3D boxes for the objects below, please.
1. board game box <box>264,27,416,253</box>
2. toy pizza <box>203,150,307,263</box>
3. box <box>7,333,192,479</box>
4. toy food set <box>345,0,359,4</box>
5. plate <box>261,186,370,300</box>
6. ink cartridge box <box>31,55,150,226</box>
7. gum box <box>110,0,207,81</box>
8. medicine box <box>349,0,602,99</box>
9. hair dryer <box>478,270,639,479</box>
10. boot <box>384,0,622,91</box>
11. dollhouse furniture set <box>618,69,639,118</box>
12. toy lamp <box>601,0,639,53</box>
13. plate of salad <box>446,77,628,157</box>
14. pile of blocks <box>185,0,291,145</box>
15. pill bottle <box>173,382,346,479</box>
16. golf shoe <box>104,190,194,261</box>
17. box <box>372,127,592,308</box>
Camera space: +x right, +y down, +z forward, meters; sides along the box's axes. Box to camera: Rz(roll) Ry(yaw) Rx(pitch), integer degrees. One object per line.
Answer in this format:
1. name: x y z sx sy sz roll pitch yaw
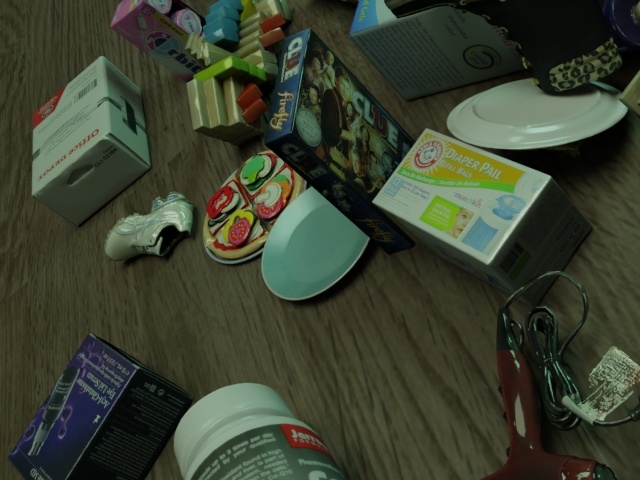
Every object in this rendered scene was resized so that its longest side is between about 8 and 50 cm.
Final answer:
1. board game box: 0.035 -0.115 1.061 0.042 0.243 0.165 -19 48 33
2. toy pizza: -0.105 -0.057 1.314 0.201 0.032 0.201 -25 45 28
3. box: -0.297 0.254 1.188 0.153 0.108 0.207 18 72 48
4. toy food set: 0.102 -0.515 1.434 0.306 0.092 0.220 -53 39 -3
5. plate: 0.000 0.000 1.177 0.188 0.024 0.188 -25 45 28
6. ink cartridge box: -0.436 -0.189 1.664 0.197 0.114 0.273 -36 40 16
7. gum box: -0.270 -0.376 1.606 0.107 0.188 0.062 -22 47 40
8. medicine box: 0.215 -0.357 1.160 0.289 0.149 0.263 -9 54 39
9. hair dryer: 0.198 0.184 0.815 0.293 0.080 0.223 -49 32 -2
10. boot: 0.203 -0.240 0.982 0.236 0.178 0.085 -12 32 32
11. dollhouse furniture set: 0.417 -0.155 0.860 0.129 0.129 0.184 -51 9 -3
12. toy lamp: 0.375 -0.262 0.910 0.080 0.080 0.275 -64 10 -17
13. plate of salad: 0.244 -0.138 1.002 0.200 0.048 0.200 -10 28 6
14. pile of blocks: -0.124 -0.322 1.450 0.113 0.149 0.362 -20 47 32
15. pill bottle: -0.044 0.281 0.887 0.161 0.161 0.283 -45 40 6
16. golf shoe: -0.276 -0.004 1.410 0.176 0.069 0.086 -33 48 21
17. box: 0.172 -0.030 0.975 0.114 0.103 0.203 -54 39 -4
